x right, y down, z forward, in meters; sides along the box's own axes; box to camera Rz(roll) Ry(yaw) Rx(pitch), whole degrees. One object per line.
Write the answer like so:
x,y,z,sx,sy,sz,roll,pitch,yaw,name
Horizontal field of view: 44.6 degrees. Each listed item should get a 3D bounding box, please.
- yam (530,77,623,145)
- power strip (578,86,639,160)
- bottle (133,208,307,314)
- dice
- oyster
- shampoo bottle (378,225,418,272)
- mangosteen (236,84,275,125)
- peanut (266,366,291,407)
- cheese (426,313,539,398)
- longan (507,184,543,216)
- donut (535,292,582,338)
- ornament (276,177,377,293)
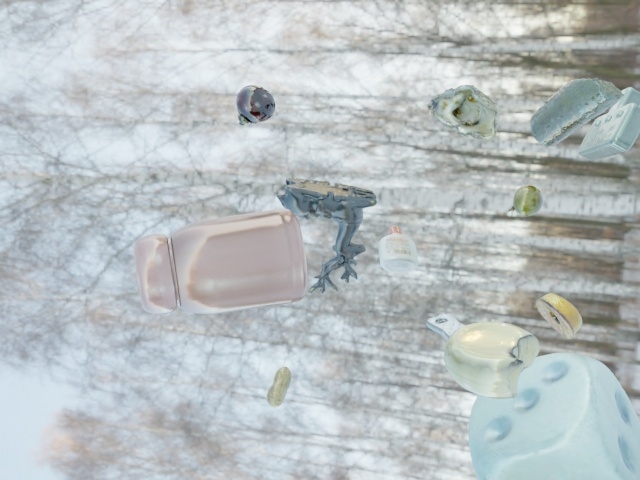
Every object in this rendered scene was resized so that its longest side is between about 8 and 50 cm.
0.588,-0.311,1.804,0.259,0.106,0.106,136,152,-62,yam
0.801,-0.320,2.112,0.194,0.059,0.265,-61,1,-2,power strip
-0.184,0.049,1.398,0.206,0.296,0.173,152,108,-78,bottle
0.462,0.398,1.506,0.265,0.268,0.263,51,-146,-20,dice
0.437,-0.373,2.321,0.341,0.110,0.166,14,93,65,oyster
0.220,0.022,2.238,0.221,0.108,0.051,-88,-2,-64,shampoo bottle
-0.128,-0.264,1.528,0.081,0.080,0.081,6,-90,-71,mangosteen
-0.108,0.387,2.066,0.054,0.053,0.113,60,-134,-59,peanut
0.249,0.183,1.312,0.163,0.248,0.071,-24,-64,-39,cheese
0.455,-0.085,1.742,0.075,0.083,0.075,53,-159,-30,longan
0.713,0.219,2.320,0.058,0.152,0.152,-39,-33,-11,donut
0.000,0.000,1.611,0.080,0.202,0.236,-83,1,-65,ornament
